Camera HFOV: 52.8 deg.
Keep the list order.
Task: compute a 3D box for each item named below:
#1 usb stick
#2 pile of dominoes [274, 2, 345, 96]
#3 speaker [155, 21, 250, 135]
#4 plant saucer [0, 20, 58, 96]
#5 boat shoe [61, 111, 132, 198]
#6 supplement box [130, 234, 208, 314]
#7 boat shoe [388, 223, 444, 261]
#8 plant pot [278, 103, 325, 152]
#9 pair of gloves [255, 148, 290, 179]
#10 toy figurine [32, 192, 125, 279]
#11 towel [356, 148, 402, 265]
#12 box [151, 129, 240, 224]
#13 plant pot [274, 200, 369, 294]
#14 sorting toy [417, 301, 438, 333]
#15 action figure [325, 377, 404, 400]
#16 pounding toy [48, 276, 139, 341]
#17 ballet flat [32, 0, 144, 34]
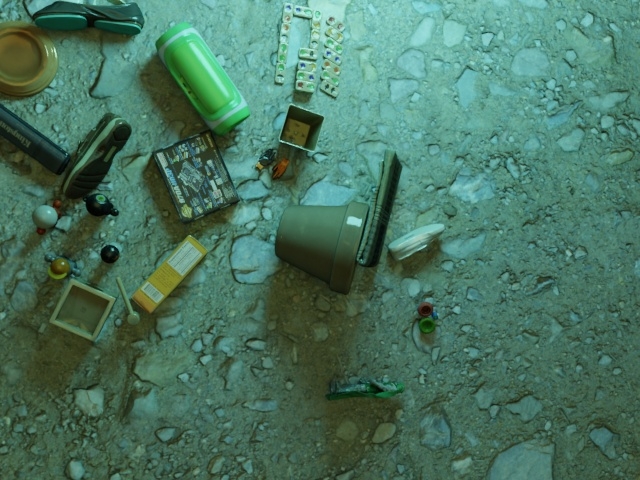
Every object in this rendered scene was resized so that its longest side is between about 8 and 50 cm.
[{"bbox_3d":[-0.785,-0.278,1.691,0.278,0.045,0.077,38,122,-10],"label":"usb stick"},{"bbox_3d":[-0.024,-0.552,1.869,0.195,0.040,0.251,7,90,-13],"label":"pile of dominoes"},{"bbox_3d":[-0.320,-0.438,1.761,0.131,0.131,0.297,-36,99,-10],"label":"speaker"},{"bbox_3d":[-0.799,-0.481,1.697,0.199,0.037,0.200,0,91,-12],"label":"plant saucer"},{"bbox_3d":[-0.613,-0.231,1.731,0.095,0.095,0.257,39,90,25],"label":"boat shoe"},{"bbox_3d":[-0.413,0.092,1.776,0.080,0.078,0.233,45,81,-7],"label":"supplement box"},{"bbox_3d":[0.296,0.008,1.944,0.184,0.066,0.063,-27,111,-13],"label":"boat shoe"},{"bbox_3d":[-0.063,-0.313,1.836,0.109,0.096,0.109,17,87,-13],"label":"plant pot"},{"bbox_3d":[-0.138,-0.221,1.865,0.083,0.010,0.074,36,85,-8],"label":"pair of gloves"},{"bbox_3d":[-0.628,-0.013,1.689,0.212,0.148,0.210,-12,94,-13],"label":"toy figurine"},{"bbox_3d":[0.159,-0.085,1.790,0.056,0.312,0.325,15,90,11],"label":"towel"},{"bbox_3d":[-0.345,-0.177,1.798,0.175,0.051,0.220,-24,96,-11],"label":"box"},{"bbox_3d":[0.000,0.000,1.804,0.229,0.263,0.263,13,88,6],"label":"plant pot"},{"bbox_3d":[0.327,0.231,1.970,0.061,0.042,0.102,-5,105,3],"label":"sorting toy"},{"bbox_3d":[0.144,0.439,1.901,0.232,0.137,0.064,4,78,-21],"label":"action figure"},{"bbox_3d":[-0.583,0.174,1.730,0.206,0.094,0.181,27,86,-12],"label":"pounding toy"},{"bbox_3d":[-0.615,-0.607,1.715,0.280,0.095,0.096,-2,82,-23],"label":"ballet flat"}]
